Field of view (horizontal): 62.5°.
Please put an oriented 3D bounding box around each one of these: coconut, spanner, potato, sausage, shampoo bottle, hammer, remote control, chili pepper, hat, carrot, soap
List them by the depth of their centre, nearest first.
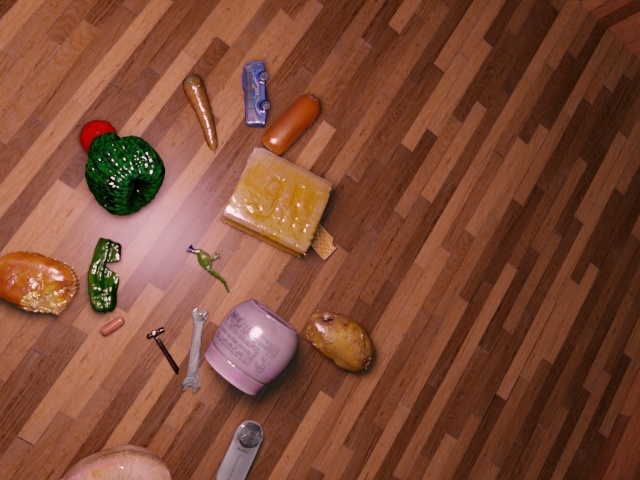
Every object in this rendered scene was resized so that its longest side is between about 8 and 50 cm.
[{"bbox_3d":[-0.617,0.840,1.603,0.404,0.404,0.405,1,87,-17],"label":"coconut"},{"bbox_3d":[-0.678,-0.261,1.705,0.332,0.274,0.242,48,41,13],"label":"hat"},{"bbox_3d":[-0.720,0.116,1.754,0.099,0.083,0.254,5,81,-18],"label":"chili pepper"},{"bbox_3d":[-0.699,0.288,1.774,0.083,0.034,0.034,-35,98,-17],"label":"sausage"},{"bbox_3d":[-0.232,0.361,1.795,0.273,0.273,0.266,40,86,-12],"label":"shampoo bottle"},{"bbox_3d":[-0.533,0.386,1.829,0.065,0.021,0.178,-31,97,-17],"label":"hammer"},{"bbox_3d":[-0.440,0.386,1.860,0.071,0.017,0.302,8,85,-18],"label":"spanner"},{"bbox_3d":[-0.288,0.758,1.872,0.104,0.052,0.248,29,79,-15],"label":"remote control"},{"bbox_3d":[-0.415,-0.441,1.889,0.078,0.078,0.298,-20,99,-17],"label":"carrot"},{"bbox_3d":[-0.152,-0.137,1.901,0.334,0.156,0.294,27,79,-10],"label":"soap"},{"bbox_3d":[0.077,0.369,1.960,0.300,0.140,0.173,38,82,-16],"label":"potato"},{"bbox_3d":[-0.106,-0.433,1.963,0.105,0.105,0.274,43,76,-11],"label":"sausage"}]

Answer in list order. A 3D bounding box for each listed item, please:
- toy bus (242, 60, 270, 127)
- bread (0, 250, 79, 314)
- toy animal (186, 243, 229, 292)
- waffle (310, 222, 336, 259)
[{"bbox_3d":[-0.239,-0.536,1.936,0.094,0.079,0.237,-3,88,-16],"label":"toy bus"},{"bbox_3d":[-0.902,0.131,1.669,0.250,0.133,0.179,23,77,-16],"label":"bread"},{"bbox_3d":[-0.377,0.086,1.884,0.075,0.041,0.217,-45,104,-13],"label":"toy animal"},{"bbox_3d":[0.000,0.000,2.015,0.135,0.021,0.092,46,75,-10],"label":"waffle"}]
